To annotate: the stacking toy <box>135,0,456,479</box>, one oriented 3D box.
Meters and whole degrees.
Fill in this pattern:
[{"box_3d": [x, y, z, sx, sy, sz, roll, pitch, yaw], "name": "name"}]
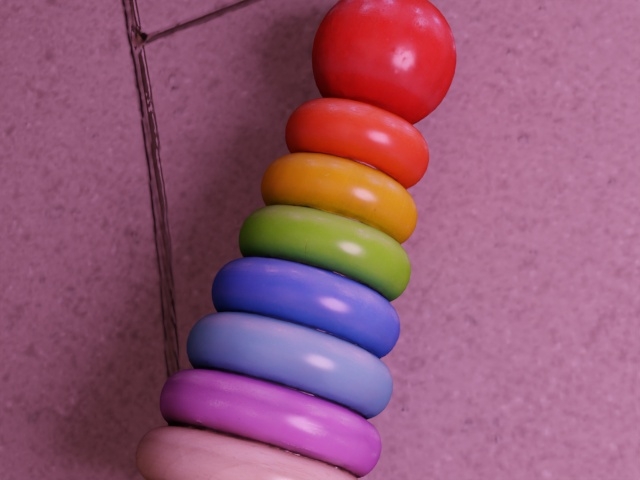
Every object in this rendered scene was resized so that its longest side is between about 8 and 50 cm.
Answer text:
[{"box_3d": [0.000, 0.000, 0.862, 0.141, 0.141, 0.330, 9, 76, 25], "name": "stacking toy"}]
